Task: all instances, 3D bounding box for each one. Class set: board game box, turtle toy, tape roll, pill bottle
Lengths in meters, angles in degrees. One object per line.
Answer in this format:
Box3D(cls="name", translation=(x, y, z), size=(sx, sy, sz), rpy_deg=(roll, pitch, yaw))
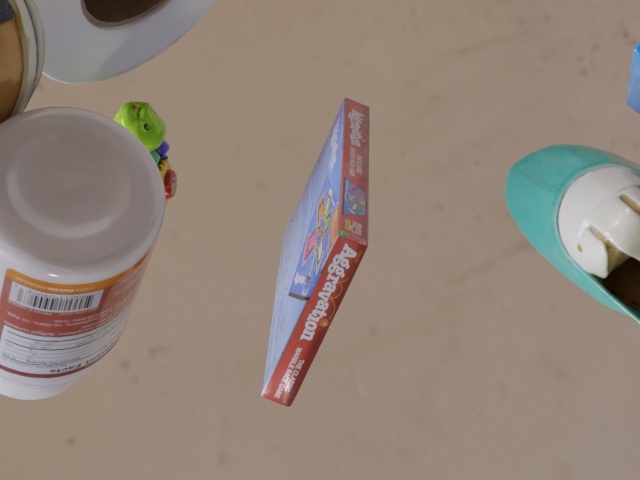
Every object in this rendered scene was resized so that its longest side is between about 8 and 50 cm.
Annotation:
Box3D(cls="board game box", translation=(0.000, 0.000, 1.290), size=(0.281, 0.027, 0.145), rpy_deg=(-85, 17, -65))
Box3D(cls="turtle toy", translation=(-0.156, -0.060, 1.368), size=(0.095, 0.066, 0.130), rpy_deg=(-74, -16, -47))
Box3D(cls="tape roll", translation=(-0.190, -0.272, 1.321), size=(0.169, 0.246, 0.246), rpy_deg=(46, 154, 21))
Box3D(cls="pill bottle", translation=(-0.176, 0.018, 1.053), size=(0.121, 0.121, 0.216), rpy_deg=(60, 152, 19))

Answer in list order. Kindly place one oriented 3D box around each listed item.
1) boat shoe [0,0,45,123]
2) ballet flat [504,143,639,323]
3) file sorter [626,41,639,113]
Box3D(cls="boat shoe", translation=(-0.392, -0.222, 0.983), size=(0.500, 0.156, 0.187), rpy_deg=(40, 121, 5))
Box3D(cls="ballet flat", translation=(0.201, 0.016, 0.928), size=(0.247, 0.083, 0.087), rpy_deg=(43, 180, 23))
Box3D(cls="file sorter", translation=(0.271, -0.120, 0.926), size=(0.104, 0.170, 0.118), rpy_deg=(44, 179, 12))
